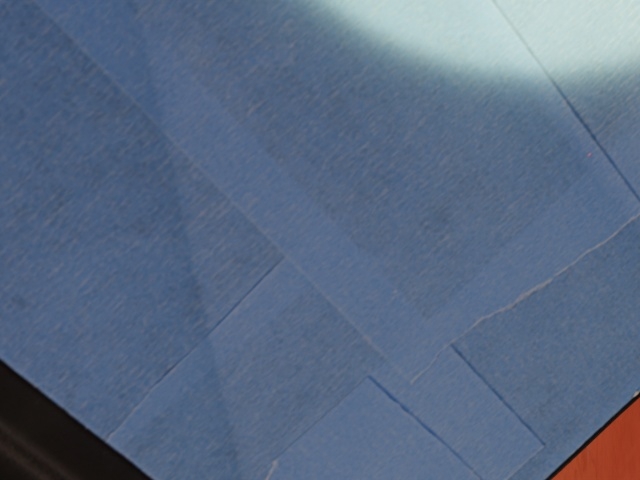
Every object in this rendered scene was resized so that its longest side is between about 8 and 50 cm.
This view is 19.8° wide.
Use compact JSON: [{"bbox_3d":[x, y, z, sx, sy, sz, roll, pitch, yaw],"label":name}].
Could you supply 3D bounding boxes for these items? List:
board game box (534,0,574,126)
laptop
[{"bbox_3d":[0.039,-0.214,0.444,0.318,0.066,0.318,-70,151,-44],"label":"board game box"},{"bbox_3d":[-0.027,0.021,0.237,0.382,0.236,0.408,46,37,-40],"label":"laptop"}]
